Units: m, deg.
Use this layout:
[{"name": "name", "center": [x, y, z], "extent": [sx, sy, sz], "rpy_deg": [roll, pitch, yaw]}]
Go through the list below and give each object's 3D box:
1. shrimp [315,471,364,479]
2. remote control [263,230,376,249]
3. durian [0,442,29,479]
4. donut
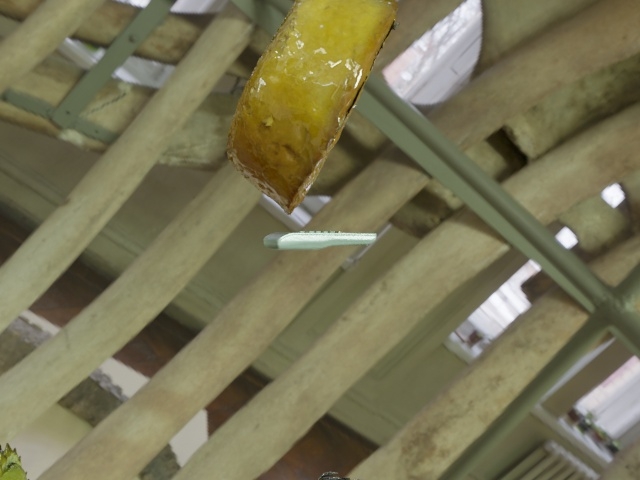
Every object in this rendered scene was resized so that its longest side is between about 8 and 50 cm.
[{"name": "shrimp", "center": [0.022, 0.428, 1.177], "extent": [0.165, 0.065, 0.056], "rpy_deg": [0, -32, 46]}, {"name": "remote control", "center": [0.000, 0.000, 1.015], "extent": [0.162, 0.029, 0.061], "rpy_deg": [0, 3, -26]}, {"name": "durian", "center": [-0.516, 0.407, 1.021], "extent": [0.166, 0.172, 0.306], "rpy_deg": [62, -23, 0]}, {"name": "donut", "center": [-0.013, -0.166, 0.767], "extent": [0.108, 0.278, 0.277], "rpy_deg": [29, 14, -3]}]
